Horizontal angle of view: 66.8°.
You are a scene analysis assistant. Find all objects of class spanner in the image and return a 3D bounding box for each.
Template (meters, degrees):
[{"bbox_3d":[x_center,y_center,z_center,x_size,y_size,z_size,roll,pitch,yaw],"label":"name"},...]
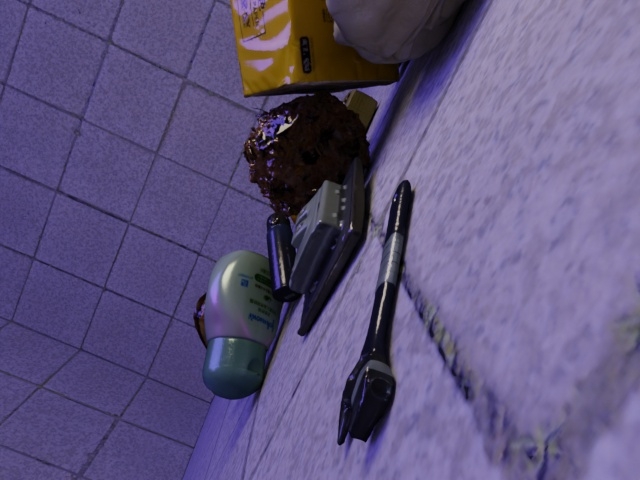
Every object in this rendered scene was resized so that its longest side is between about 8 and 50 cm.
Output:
[{"bbox_3d":[0.060,0.047,0.475,0.087,0.024,0.316,113,177,-45],"label":"spanner"}]

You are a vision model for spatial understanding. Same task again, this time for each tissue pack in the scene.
[{"bbox_3d":[-0.016,-0.487,0.945,0.228,0.293,0.382,5,107,49],"label":"tissue pack"}]

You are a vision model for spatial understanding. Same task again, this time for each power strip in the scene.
[{"bbox_3d":[-0.001,-0.002,0.865,0.251,0.092,0.257,-58,13,33],"label":"power strip"}]

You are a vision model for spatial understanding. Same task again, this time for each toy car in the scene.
[{"bbox_3d":[0.068,-0.294,1.376,0.257,0.101,0.124,-65,9,-7],"label":"toy car"}]

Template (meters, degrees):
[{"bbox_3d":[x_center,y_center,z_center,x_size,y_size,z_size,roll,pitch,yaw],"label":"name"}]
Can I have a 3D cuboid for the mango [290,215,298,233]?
[{"bbox_3d":[0.013,-0.147,1.238,0.317,0.119,0.176,-57,10,22],"label":"mango"}]

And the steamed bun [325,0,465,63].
[{"bbox_3d":[0.143,-0.413,0.748,0.289,0.203,0.276,8,-82,-76],"label":"steamed bun"}]

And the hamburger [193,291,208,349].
[{"bbox_3d":[-0.308,0.261,1.716,0.305,0.174,0.284,-77,-28,-48],"label":"hamburger"}]

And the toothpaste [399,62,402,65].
[{"bbox_3d":[0.208,-0.530,1.280,0.099,0.061,0.392,-58,11,38],"label":"toothpaste"}]

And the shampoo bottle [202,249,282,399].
[{"bbox_3d":[-0.196,0.211,1.196,0.151,0.222,0.350,-14,54,31],"label":"shampoo bottle"}]

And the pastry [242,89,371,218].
[{"bbox_3d":[-0.028,-0.177,1.017,0.275,0.274,0.193,-64,20,15],"label":"pastry"}]

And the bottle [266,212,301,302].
[{"bbox_3d":[-0.097,0.035,1.220,0.082,0.072,0.245,60,-165,-48],"label":"bottle"}]
